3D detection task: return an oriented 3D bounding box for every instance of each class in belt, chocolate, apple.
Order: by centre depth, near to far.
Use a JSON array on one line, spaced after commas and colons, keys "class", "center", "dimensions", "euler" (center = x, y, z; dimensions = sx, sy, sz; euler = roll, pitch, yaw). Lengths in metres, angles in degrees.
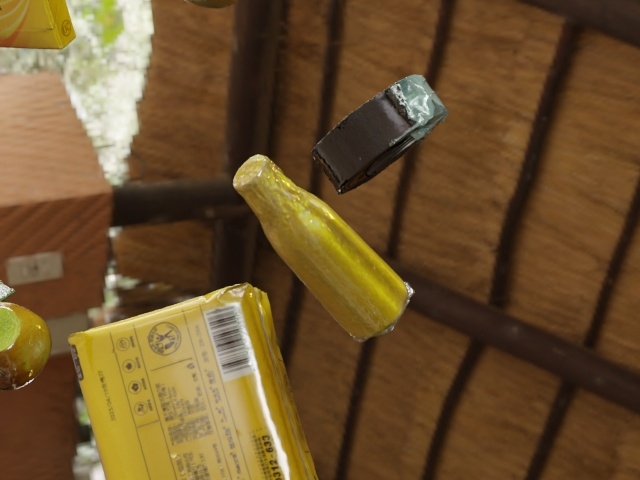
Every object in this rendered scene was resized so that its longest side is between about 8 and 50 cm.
[{"class": "belt", "center": [0.081, -0.139, 1.558], "dimensions": [0.078, 0.151, 0.198], "euler": [56, -45, 6]}, {"class": "apple", "center": [-0.571, 0.187, 2.175], "dimensions": [0.163, 0.147, 0.146], "euler": [29, -25, 15]}, {"class": "chocolate", "center": [0.000, 0.000, 2.293], "dimensions": [0.445, 0.162, 0.162], "euler": [49, -5, -32]}]

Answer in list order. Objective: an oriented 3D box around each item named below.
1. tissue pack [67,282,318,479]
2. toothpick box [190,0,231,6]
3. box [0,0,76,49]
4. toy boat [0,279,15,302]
[{"class": "tissue pack", "center": [-0.172, 0.285, 1.763], "dimensions": [0.228, 0.293, 0.382], "euler": [79, -6, -79]}, {"class": "toothpick box", "center": [-0.203, -0.506, 2.164], "dimensions": [0.271, 0.175, 0.175], "euler": [-50, 132, -86]}, {"class": "box", "center": [-0.358, -0.324, 1.237], "dimensions": [0.152, 0.043, 0.269], "euler": [6, -52, 23]}, {"class": "toy boat", "center": [-0.696, 0.129, 2.218], "dimensions": [0.093, 0.293, 0.055], "euler": [30, -67, 29]}]
